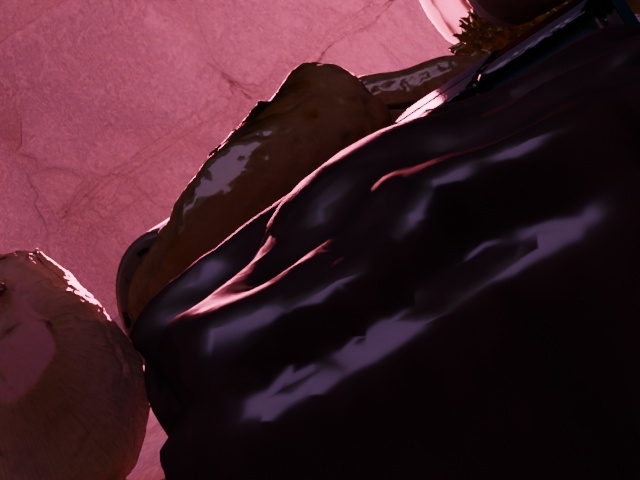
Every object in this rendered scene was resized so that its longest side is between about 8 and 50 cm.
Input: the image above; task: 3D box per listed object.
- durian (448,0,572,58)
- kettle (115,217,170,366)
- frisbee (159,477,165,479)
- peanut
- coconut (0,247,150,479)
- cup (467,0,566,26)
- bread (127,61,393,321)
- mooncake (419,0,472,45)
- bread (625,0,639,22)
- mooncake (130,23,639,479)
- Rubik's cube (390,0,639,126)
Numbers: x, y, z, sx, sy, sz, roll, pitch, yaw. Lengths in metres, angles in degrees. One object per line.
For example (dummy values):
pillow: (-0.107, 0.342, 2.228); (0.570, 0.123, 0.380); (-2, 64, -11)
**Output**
durian: (0.281, -0.250, 1.651); (0.291, 0.224, 0.291); (-18, 8, 2)
kettle: (-0.013, -0.006, 1.439); (0.318, 0.205, 0.265); (-36, -27, -45)
frisbee: (-0.197, 0.269, 1.270); (0.236, 0.017, 0.236); (-35, 6, 4)
peanut: (0.086, -0.127, 1.371); (0.174, 0.080, 0.080); (-7, 18, 24)
coconut: (-0.307, 0.155, 1.379); (0.297, 0.297, 0.254); (-39, -8, -36)
cup: (0.153, -0.197, 0.999); (0.102, 0.074, 0.099); (-37, 6, -34)
bread: (-0.025, -0.008, 1.067); (0.244, 0.134, 0.244); (-52, -4, -5)
mooncake: (0.329, -0.434, 1.963); (0.262, 0.467, 0.467); (-37, 6, -41)
bread: (0.241, -0.116, 1.206); (0.333, 0.160, 0.333); (-33, 6, 4)
mooncake: (0.079, 0.044, 0.643); (0.351, 0.212, 0.381); (-30, 6, -16)
Rubik's cube: (0.156, -0.042, 0.970); (0.180, 0.183, 0.167); (-35, 6, 20)
